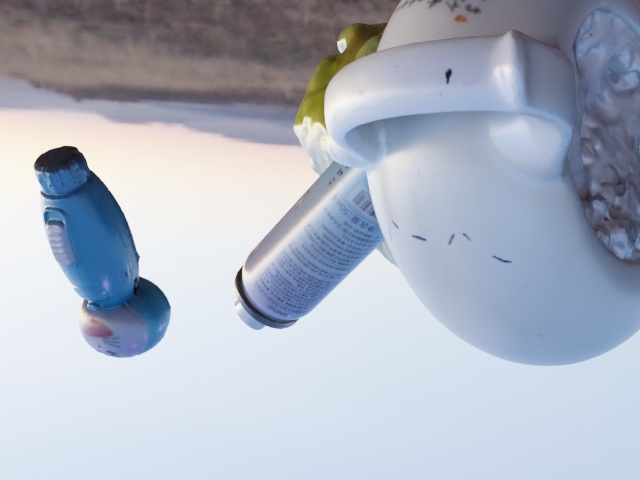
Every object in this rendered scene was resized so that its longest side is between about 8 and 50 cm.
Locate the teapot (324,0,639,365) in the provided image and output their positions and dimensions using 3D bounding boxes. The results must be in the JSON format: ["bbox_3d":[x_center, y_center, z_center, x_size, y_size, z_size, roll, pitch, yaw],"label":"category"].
[{"bbox_3d":[0.106,-0.044,0.542,0.166,0.208,0.300,8,-177,32],"label":"teapot"}]

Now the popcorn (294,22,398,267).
[{"bbox_3d":[0.110,-0.085,1.197,0.292,0.293,0.334,9,174,-23],"label":"popcorn"}]

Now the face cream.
[{"bbox_3d":[0.000,0.000,0.945,0.075,0.075,0.229,-1,146,-43],"label":"face cream"}]

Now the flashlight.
[{"bbox_3d":[-0.116,0.007,0.604,0.051,0.129,0.051,-11,-146,7],"label":"flashlight"}]
